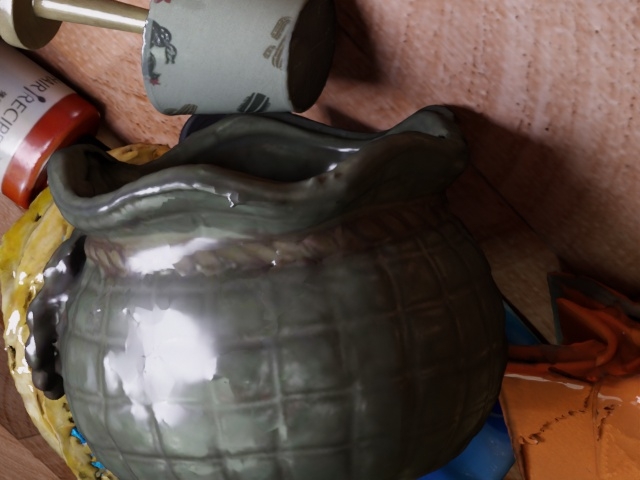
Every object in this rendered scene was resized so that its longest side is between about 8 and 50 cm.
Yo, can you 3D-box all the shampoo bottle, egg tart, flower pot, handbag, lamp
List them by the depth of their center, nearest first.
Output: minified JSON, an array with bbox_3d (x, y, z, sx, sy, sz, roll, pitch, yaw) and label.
[{"bbox_3d":[-0.036,0.033,1.082,0.302,0.302,0.213,6,106,48],"label":"flower pot"},{"bbox_3d":[-0.102,-0.143,1.112,0.215,0.121,0.121,16,147,20],"label":"lamp"},{"bbox_3d":[0.319,0.195,1.132,0.410,0.116,0.303,22,146,31],"label":"handbag"},{"bbox_3d":[-0.147,0.067,1.313,0.107,0.291,0.291,-4,132,37],"label":"egg tart"},{"bbox_3d":[-0.256,-0.099,1.411,0.278,0.104,0.104,36,154,6],"label":"shampoo bottle"}]

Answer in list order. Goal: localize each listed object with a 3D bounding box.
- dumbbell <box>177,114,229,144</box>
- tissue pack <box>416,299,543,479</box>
[{"bbox_3d":[-0.059,-0.066,1.244,0.069,0.069,0.147,50,153,-23],"label":"dumbbell"},{"bbox_3d":[0.034,0.167,1.277,0.146,0.263,0.198,44,154,-12],"label":"tissue pack"}]
